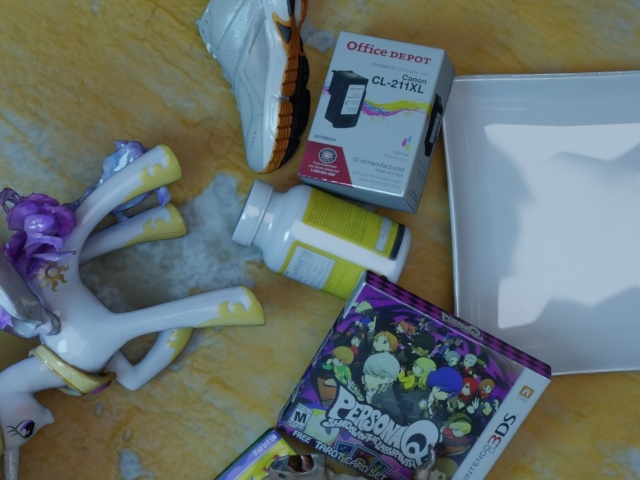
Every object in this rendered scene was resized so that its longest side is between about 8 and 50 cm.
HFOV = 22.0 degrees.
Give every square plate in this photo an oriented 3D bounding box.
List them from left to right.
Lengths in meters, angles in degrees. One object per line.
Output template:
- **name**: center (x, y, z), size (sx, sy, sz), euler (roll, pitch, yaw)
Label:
- **square plate**: center (0.311, -0.020, 1.877), size (0.344, 0.049, 0.347), euler (-3, 87, -7)

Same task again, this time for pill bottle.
- **pill bottle**: center (0.000, 0.000, 1.812), size (0.184, 0.103, 0.103), euler (23, 84, -5)

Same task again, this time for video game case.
- **video game case**: center (0.100, 0.172, 1.797), size (0.232, 0.042, 0.210), euler (28, 113, -5)

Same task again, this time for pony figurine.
- **pony figurine**: center (-0.288, 0.049, 1.716), size (0.363, 0.303, 0.351), euler (-32, 99, -23)

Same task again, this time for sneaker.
- **sneaker**: center (-0.080, -0.206, 1.834), size (0.121, 0.099, 0.262), euler (3, 93, 19)

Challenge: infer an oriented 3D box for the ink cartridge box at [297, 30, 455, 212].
- **ink cartridge box**: center (0.063, -0.132, 1.817), size (0.127, 0.072, 0.175), euler (12, 79, 18)

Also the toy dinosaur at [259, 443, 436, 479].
- **toy dinosaur**: center (0.044, 0.337, 1.741), size (0.200, 0.127, 0.295), euler (-11, 101, -3)

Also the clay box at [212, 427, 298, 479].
- **clay box**: center (-0.026, 0.330, 1.813), size (0.127, 0.053, 0.222), euler (-42, 91, -9)
